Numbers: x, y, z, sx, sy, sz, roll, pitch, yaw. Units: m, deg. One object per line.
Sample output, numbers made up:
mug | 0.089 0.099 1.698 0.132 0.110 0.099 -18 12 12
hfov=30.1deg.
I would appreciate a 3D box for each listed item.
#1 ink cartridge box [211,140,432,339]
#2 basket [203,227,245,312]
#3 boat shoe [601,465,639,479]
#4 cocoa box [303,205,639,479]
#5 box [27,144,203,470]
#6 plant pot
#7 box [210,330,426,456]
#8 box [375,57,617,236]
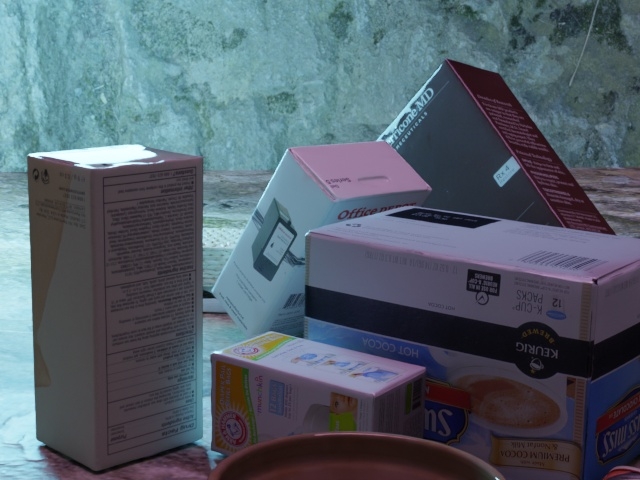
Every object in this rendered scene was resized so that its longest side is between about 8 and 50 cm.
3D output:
ink cartridge box | 0.000 0.000 1.652 0.198 0.272 0.114 -9 49 -45
basket | -0.165 0.044 1.864 0.113 0.103 0.167 2 12 4
boat shoe | 0.328 0.241 1.108 0.137 0.049 0.043 5 15 28
cocoa box | 0.180 0.106 1.297 0.347 0.227 0.231 10 14 35
box | -0.210 0.064 1.234 0.121 0.311 0.148 13 15 43
plant pot | 0.029 0.238 0.920 0.238 0.109 0.237 2 10 0
box | -0.005 0.174 1.217 0.203 0.114 0.103 11 16 33
box | 0.255 -0.065 1.735 0.143 0.191 0.381 9 41 -43
